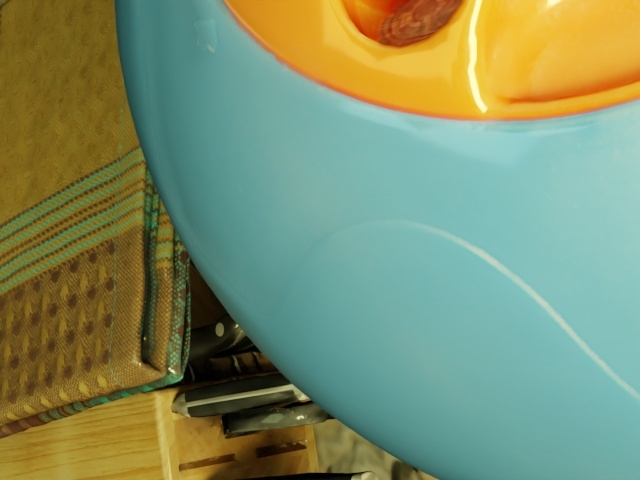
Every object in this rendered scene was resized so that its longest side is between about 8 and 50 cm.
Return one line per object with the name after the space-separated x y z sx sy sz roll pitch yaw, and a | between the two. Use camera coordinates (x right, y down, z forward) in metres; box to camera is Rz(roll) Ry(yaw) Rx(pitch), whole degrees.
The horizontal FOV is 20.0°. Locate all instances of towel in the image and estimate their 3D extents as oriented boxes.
-0.136 -0.088 0.858 0.271 0.040 0.370 -21 61 48 | towel

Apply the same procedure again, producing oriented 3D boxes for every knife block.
-0.057 0.130 0.832 0.242 0.088 0.275 48 127 36 | knife block

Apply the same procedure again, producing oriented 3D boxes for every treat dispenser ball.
0.089 -0.068 0.487 0.288 0.288 0.288 8 100 49 | treat dispenser ball
